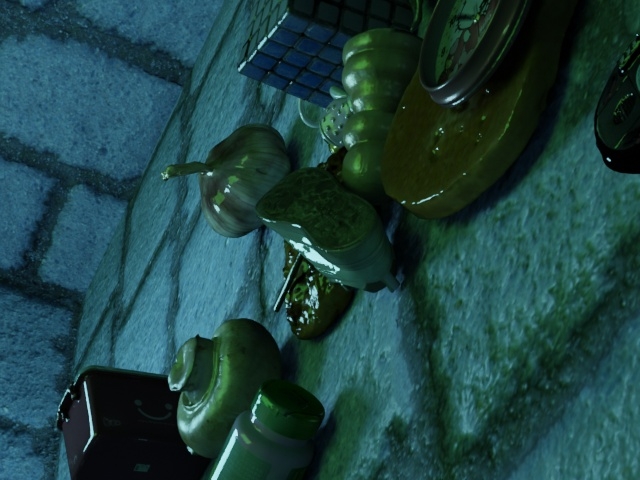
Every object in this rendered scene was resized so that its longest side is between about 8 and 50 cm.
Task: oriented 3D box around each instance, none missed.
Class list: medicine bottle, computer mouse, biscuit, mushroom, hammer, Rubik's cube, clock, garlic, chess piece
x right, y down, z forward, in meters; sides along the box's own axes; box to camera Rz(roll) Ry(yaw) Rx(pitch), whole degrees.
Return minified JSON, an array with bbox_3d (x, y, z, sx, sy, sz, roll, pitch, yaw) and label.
[{"bbox_3d":[-0.094,0.348,1.861,0.133,0.133,0.274,-112,44,-64],"label":"medicine bottle"},{"bbox_3d":[0.349,-0.153,1.138,0.233,0.096,0.137,-54,29,33],"label":"computer mouse"},{"bbox_3d":[0.208,-0.201,1.652,0.385,0.062,0.365,-7,63,68],"label":"biscuit"},{"bbox_3d":[-0.163,0.254,2.097,0.255,0.184,0.255,-37,38,37],"label":"mushroom"},{"bbox_3d":[0.002,-0.002,2.037,0.289,0.081,0.334,131,151,-51],"label":"biscuit"},{"bbox_3d":[-0.040,0.046,1.983,0.062,0.017,0.182,-103,31,-52],"label":"hammer"},{"bbox_3d":[0.020,-0.390,2.130,0.237,0.237,0.238,-40,36,56],"label":"Rubik's cube"},{"bbox_3d":[0.203,-0.283,1.576,0.244,0.056,0.244,-56,21,36],"label":"clock"},{"bbox_3d":[-0.198,-0.126,2.488,0.245,0.253,0.245,-169,90,-68],"label":"garlic"},{"bbox_3d":[0.093,-0.181,1.882,0.143,0.143,0.261,143,138,-60],"label":"chess piece"}]

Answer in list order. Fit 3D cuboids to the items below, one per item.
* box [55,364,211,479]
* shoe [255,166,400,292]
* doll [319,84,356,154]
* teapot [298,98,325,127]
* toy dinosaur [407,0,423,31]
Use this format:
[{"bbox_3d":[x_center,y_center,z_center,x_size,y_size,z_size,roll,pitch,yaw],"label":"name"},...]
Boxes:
[{"bbox_3d":[-0.348,0.372,2.365,0.193,0.294,0.167,-58,32,35],"label":"box"},{"bbox_3d":[0.024,0.000,1.845,0.124,0.159,0.316,-41,28,-7],"label":"shoe"},{"bbox_3d":[0.060,-0.218,2.075,0.207,0.081,0.129,-46,66,47],"label":"doll"},{"bbox_3d":[0.004,-0.337,2.362,0.159,0.116,0.245,14,90,61],"label":"teapot"},{"bbox_3d":[0.184,-0.479,2.009,0.162,0.077,0.294,-53,10,53],"label":"toy dinosaur"}]
